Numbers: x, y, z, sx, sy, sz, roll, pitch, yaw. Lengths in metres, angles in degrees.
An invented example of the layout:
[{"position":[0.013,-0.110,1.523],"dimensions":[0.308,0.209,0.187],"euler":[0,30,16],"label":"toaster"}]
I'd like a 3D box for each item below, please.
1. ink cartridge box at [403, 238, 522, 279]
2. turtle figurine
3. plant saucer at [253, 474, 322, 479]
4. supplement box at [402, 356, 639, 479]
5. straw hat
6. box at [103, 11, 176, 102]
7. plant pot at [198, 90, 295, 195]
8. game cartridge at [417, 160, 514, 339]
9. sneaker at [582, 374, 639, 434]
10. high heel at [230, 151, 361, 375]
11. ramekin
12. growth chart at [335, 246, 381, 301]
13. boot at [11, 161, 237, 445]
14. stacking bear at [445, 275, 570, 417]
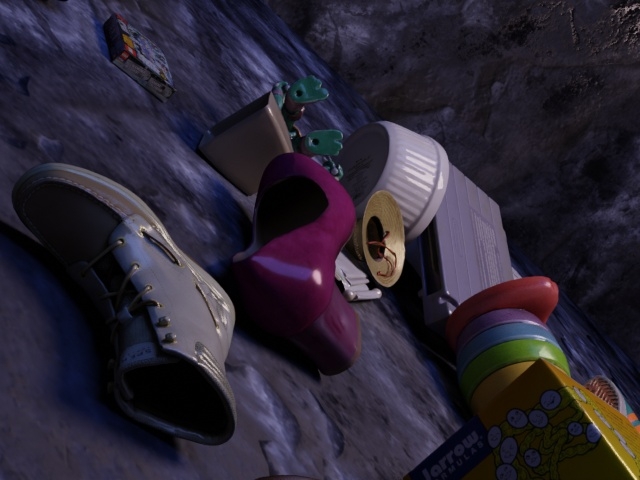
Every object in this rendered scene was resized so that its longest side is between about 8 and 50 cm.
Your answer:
[{"position":[0.288,0.070,1.985],"dimensions":[0.198,0.115,0.273],"euler":[52,14,26],"label":"ink cartridge box"},{"position":[-0.039,-0.149,1.551],"dimensions":[0.175,0.118,0.234],"euler":[55,-18,-1],"label":"turtle figurine"},{"position":[0.024,0.245,0.776],"dimensions":[0.198,0.036,0.198],"euler":[44,13,-13],"label":"plant saucer"},{"position":[0.268,0.319,0.972],"dimensions":[0.195,0.194,0.356],"euler":[34,17,-43],"label":"supplement box"},{"position":[0.070,-0.001,1.569],"dimensions":[0.144,0.061,0.144],"euler":[7,82,-58],"label":"straw hat"},{"position":[-0.249,-0.253,1.447],"dimensions":[0.094,0.027,0.137],"euler":[37,16,-33],"label":"box"},{"position":[-0.089,-0.125,1.416],"dimensions":[0.096,0.109,0.109],"euler":[57,9,-16],"label":"plant pot"},{"position":[0.235,0.034,1.708],"dimensions":[0.230,0.068,0.355],"euler":[40,35,-39],"label":"game cartridge"},{"position":[0.561,0.382,1.951],"dimensions":[0.121,0.108,0.302],"euler":[40,22,-28],"label":"sneaker"},{"position":[-0.043,-0.031,1.173],"dimensions":[0.181,0.127,0.377],"euler":[50,11,-35],"label":"high heel"},{"position":[0.095,-0.093,1.684],"dimensions":[0.109,0.207,0.207],"euler":[28,20,-31],"label":"ramekin"},{"position":[0.000,0.000,1.486],"dimensions":[0.237,0.021,0.172],"euler":[52,14,22],"label":"growth chart"},{"position":[-0.141,0.045,0.770],"dimensions":[0.213,0.077,0.165],"euler":[44,14,-24],"label":"boot"},{"position":[0.279,0.213,1.434],"dimensions":[0.289,0.164,0.175],"euler":[-102,-171,-48],"label":"stacking bear"}]
